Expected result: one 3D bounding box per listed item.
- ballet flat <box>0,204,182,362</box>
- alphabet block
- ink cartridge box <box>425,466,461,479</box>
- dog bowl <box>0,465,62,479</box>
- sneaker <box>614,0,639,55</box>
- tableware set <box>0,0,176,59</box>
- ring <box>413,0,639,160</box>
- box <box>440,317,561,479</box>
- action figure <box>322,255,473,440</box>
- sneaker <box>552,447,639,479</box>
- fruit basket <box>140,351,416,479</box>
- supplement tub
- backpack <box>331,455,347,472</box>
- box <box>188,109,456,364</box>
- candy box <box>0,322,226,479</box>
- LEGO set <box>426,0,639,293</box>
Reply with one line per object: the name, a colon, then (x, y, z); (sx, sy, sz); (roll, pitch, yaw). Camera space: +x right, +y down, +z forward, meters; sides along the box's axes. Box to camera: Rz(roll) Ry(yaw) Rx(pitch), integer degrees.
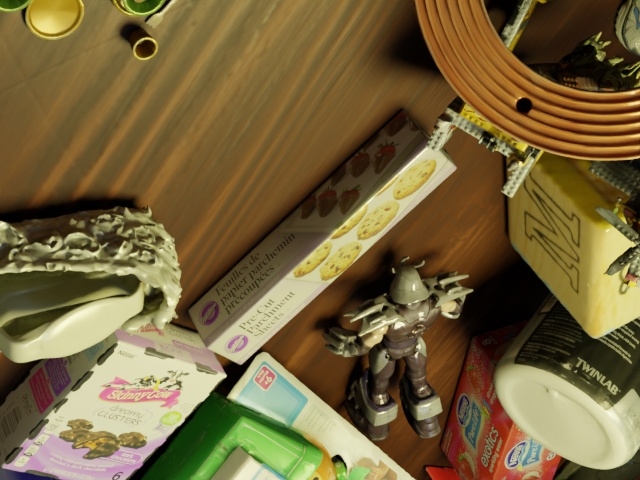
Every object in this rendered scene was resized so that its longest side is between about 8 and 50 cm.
ballet flat: (-0.309, 0.058, 0.979); (0.409, 0.147, 0.147); (-13, 136, -23)
alphabet block: (0.337, -0.045, 1.274); (0.192, 0.193, 0.197); (-27, 140, -11)
ink cartridge box: (0.242, 0.433, 1.736); (0.231, 0.134, 0.078); (19, 118, -44)
dog bowl: (-0.394, 0.345, 1.231); (0.265, 0.104, 0.264); (-19, 139, -18)
sneaker: (0.352, -0.243, 1.188); (0.052, 0.058, 0.135); (-26, 141, -10)
tableware set: (-0.185, -0.193, 0.894); (0.104, 0.024, 0.154); (-46, 140, 14)
ring: (0.245, -0.236, 0.953); (0.336, 0.336, 0.032); (-42, 175, 10)
box: (0.269, 0.247, 1.571); (0.123, 0.128, 0.256); (-14, 137, -22)
action figure: (0.092, 0.128, 1.361); (0.185, 0.099, 0.285); (-12, 132, -15)
sneaker: (0.430, 0.468, 1.899); (0.341, 0.139, 0.125); (-33, 139, -4)
fruit basket: (-0.046, 0.361, 1.326); (0.353, 0.165, 0.327); (43, 80, -18)
supplement tub: (0.374, 0.111, 1.393); (0.316, 0.194, 0.193); (-47, 147, -26)
backpack: (0.047, 0.376, 1.518); (0.144, 0.166, 0.188); (-38, 144, 2)
box: (0.000, 0.000, 1.186); (0.324, 0.063, 0.067); (-42, 139, 9)
candy box: (-0.227, 0.168, 1.193); (0.196, 0.070, 0.165); (-47, 139, 15)
LEGO set: (0.259, -0.126, 1.030); (0.255, 0.331, 0.192); (-54, 175, 38)
